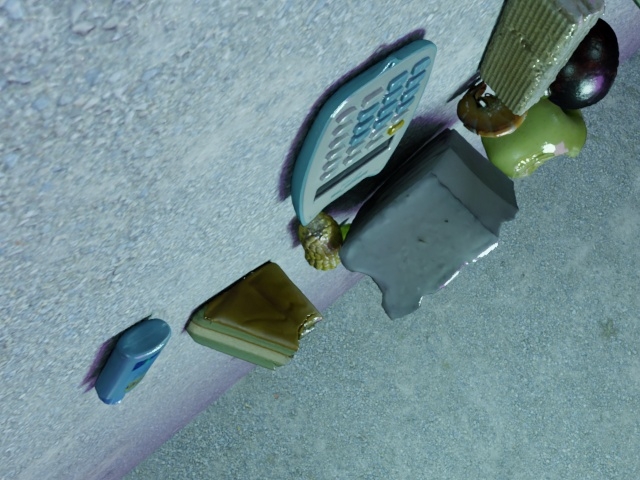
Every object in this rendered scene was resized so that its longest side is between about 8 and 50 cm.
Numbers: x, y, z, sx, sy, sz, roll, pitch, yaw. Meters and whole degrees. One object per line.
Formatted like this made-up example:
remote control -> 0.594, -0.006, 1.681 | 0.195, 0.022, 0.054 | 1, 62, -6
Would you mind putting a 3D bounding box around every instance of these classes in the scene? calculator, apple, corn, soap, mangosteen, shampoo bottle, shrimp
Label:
calculator -> 0.060, -0.169, 1.152 | 0.256, 0.054, 0.386 | -36, 169, -22
apple -> 0.564, -0.299, 1.974 | 0.279, 0.279, 0.279 | -39, 171, -8
corn -> 0.000, 0.000, 1.576 | 0.101, 0.101, 0.291 | -40, 168, -3
soap -> 0.237, -0.053, 1.619 | 0.350, 0.213, 0.435 | -39, -173, 18
mangosteen -> 0.555, -0.402, 1.643 | 0.216, 0.216, 0.216 | -39, 171, -8
shampoo bottle -> -0.354, 0.232, 1.346 | 0.104, 0.061, 0.258 | -31, 167, -41
shrimp -> 0.385, -0.315, 1.572 | 0.248, 0.150, 0.068 | -57, 152, -25

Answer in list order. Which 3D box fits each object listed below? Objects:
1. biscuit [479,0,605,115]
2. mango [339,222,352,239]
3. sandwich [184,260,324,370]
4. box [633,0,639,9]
biscuit -> 0.378, -0.349, 1.303 | 0.078, 0.144, 0.426 | -39, 170, -3
mango -> 0.053, -0.002, 1.890 | 0.108, 0.056, 0.073 | -46, 175, 18
sandwich -> -0.139, 0.193, 1.592 | 0.227, 0.198, 0.155 | -34, 169, -36
box -> 0.719, -0.565, 1.414 | 0.290, 0.220, 0.166 | -42, -167, 6
